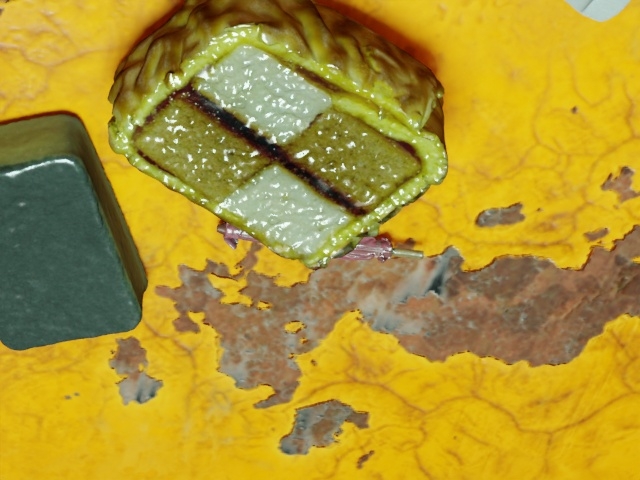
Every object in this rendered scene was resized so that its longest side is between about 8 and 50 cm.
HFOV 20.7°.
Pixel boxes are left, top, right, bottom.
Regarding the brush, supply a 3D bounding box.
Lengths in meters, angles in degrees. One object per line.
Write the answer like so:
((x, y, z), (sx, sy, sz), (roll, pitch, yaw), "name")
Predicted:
((-0.215, -0.001, 1.346), (0.123, 0.059, 0.197), (-12, 133, 6), "brush")

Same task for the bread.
((-0.027, -0.090, 1.251), (0.222, 0.096, 0.181), (30, 124, -26), "bread")

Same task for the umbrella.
((0.000, 0.000, 1.386), (0.165, 0.025, 0.027), (8, 151, -7), "umbrella")

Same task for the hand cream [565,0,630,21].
((0.118, -0.243, 1.125), (0.314, 0.089, 0.140), (24, 129, -29), "hand cream")
